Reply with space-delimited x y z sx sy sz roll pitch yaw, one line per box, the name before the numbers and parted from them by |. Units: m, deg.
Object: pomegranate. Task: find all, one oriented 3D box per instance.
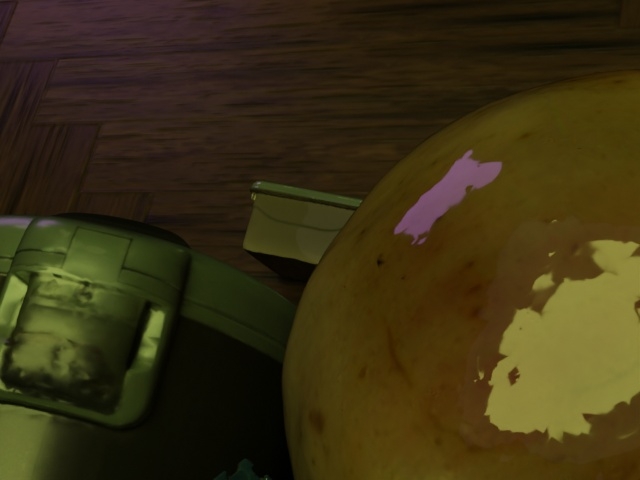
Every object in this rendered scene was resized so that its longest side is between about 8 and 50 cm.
pomegranate | 0.166 0.107 0.738 0.411 0.411 0.411 -10 56 16

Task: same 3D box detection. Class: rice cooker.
rice cooker | -0.168 0.147 0.876 0.335 0.335 0.325 3 64 24

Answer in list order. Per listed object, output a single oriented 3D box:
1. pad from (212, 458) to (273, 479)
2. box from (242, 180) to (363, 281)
pad | -0.052 0.301 0.698 0.269 0.012 0.270 -42 94 -26
box | 0.000 0.000 1.055 0.122 0.089 0.062 11 75 28
